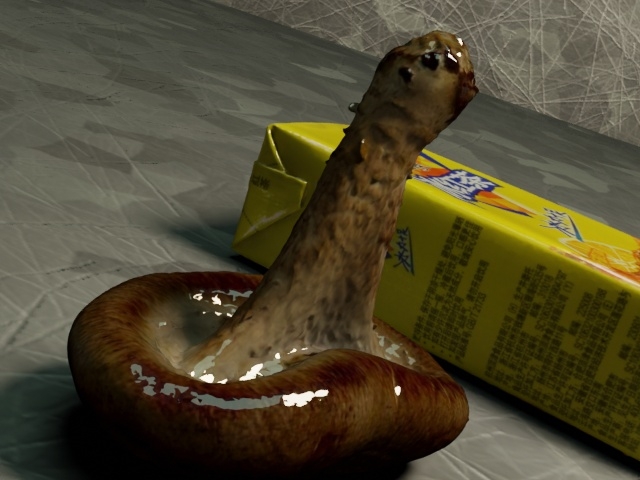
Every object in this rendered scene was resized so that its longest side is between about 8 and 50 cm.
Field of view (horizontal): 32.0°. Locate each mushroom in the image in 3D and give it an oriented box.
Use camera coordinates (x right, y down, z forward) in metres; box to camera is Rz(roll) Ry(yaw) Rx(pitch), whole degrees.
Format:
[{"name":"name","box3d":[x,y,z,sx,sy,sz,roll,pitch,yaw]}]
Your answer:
[{"name":"mushroom","box3d":[0.000,0.000,0.525,0.148,0.217,0.227,31,20,33]}]

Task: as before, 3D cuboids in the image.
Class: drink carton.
[{"name":"drink carton","box3d":[0.124,0.024,0.787,0.351,0.111,0.154,27,17,24]}]
